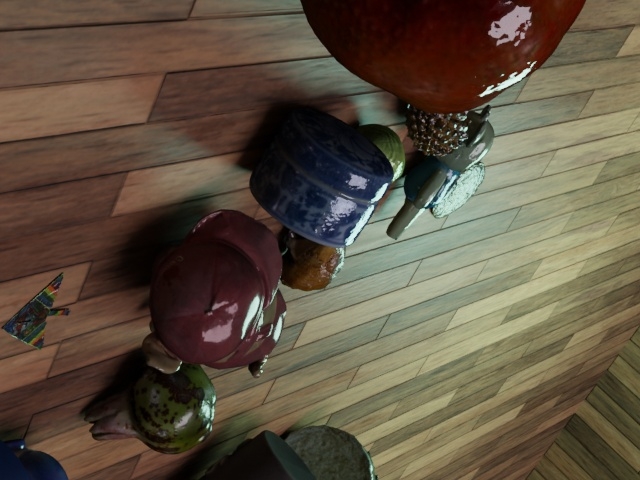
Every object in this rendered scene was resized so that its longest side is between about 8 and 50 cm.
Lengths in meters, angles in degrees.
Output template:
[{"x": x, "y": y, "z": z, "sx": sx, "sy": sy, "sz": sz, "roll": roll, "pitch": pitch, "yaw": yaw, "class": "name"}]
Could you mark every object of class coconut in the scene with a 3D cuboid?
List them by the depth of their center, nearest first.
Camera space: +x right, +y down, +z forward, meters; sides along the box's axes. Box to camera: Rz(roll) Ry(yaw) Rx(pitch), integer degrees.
[{"x": 0.064, "y": -0.104, "z": 1.527, "sx": 0.088, "sy": 0.088, "sz": 0.096, "roll": -43, "pitch": 160, "yaw": -4, "class": "coconut"}]

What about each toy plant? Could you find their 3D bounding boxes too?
[{"x": -0.189, "y": 0.476, "z": 1.906, "sx": 0.400, "sy": 0.185, "sz": 0.279, "roll": -40, "pitch": -176, "yaw": 5, "class": "toy plant"}]

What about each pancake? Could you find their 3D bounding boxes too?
[{"x": 0.214, "y": -0.077, "z": 1.874, "sx": 0.115, "sy": 0.011, "sz": 0.115, "roll": -35, "pitch": 153, "yaw": -21, "class": "pancake"}]

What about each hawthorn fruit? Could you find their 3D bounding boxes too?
[{"x": 0.134, "y": -0.267, "z": 1.178, "sx": 0.311, "sy": 0.295, "sz": 0.295, "roll": -2, "pitch": 131, "yaw": -57, "class": "hawthorn fruit"}]

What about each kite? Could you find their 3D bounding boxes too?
[{"x": -0.309, "y": 0.084, "z": 1.325, "sx": 0.090, "sy": 0.004, "sz": 0.122, "roll": -14, "pitch": 140, "yaw": -47, "class": "kite"}]

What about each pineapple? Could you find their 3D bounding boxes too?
[{"x": 0.150, "y": -0.180, "z": 1.538, "sx": 0.103, "sy": 0.083, "sz": 0.221, "roll": -26, "pitch": 153, "yaw": -3, "class": "pineapple"}]

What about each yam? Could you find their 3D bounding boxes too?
[{"x": 0.015, "y": 0.485, "z": 2.169, "sx": 0.241, "sy": 0.241, "sz": 0.348, "roll": -38, "pitch": 151, "yaw": -15, "class": "yam"}]

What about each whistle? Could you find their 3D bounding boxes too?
[{"x": 0.163, "y": -0.096, "z": 1.703, "sx": 0.236, "sy": 0.077, "sz": 0.114, "roll": -52, "pitch": -173, "yaw": 27, "class": "whistle"}]

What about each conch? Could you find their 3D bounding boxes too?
[{"x": -0.001, "y": -0.003, "z": 1.572, "sx": 0.080, "sy": 0.086, "sz": 0.233, "roll": -53, "pitch": 169, "yaw": -48, "class": "conch"}]

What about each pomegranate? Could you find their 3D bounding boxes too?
[{"x": -0.208, "y": 0.222, "z": 1.547, "sx": 0.163, "sy": 0.125, "sz": 0.138, "roll": -38, "pitch": 166, "yaw": -14, "class": "pomegranate"}]

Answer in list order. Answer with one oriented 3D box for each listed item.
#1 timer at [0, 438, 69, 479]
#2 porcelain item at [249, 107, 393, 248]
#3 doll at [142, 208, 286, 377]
[{"x": -0.384, "y": 0.302, "z": 1.311, "sx": 0.270, "sy": 0.270, "sz": 0.383, "roll": -48, "pitch": 170, "yaw": 6, "class": "timer"}, {"x": 0.004, "y": -0.076, "z": 1.398, "sx": 0.147, "sy": 0.147, "sz": 0.114, "roll": -2, "pitch": 128, "yaw": -56, "class": "porcelain item"}, {"x": -0.125, "y": 0.067, "z": 1.414, "sx": 0.256, "sy": 0.152, "sz": 0.196, "roll": 58, "pitch": 45, "yaw": -80, "class": "doll"}]
